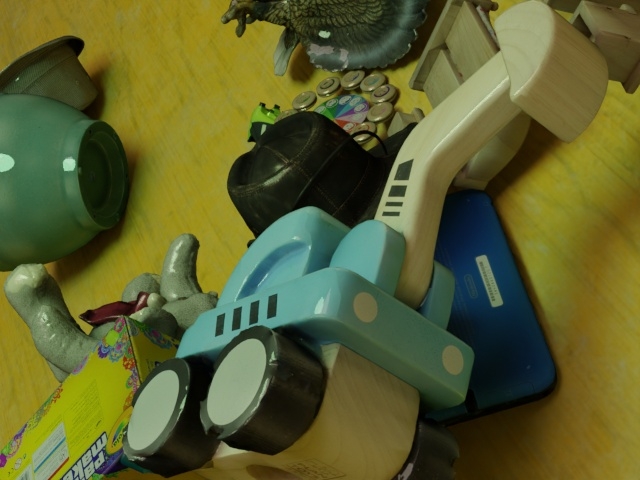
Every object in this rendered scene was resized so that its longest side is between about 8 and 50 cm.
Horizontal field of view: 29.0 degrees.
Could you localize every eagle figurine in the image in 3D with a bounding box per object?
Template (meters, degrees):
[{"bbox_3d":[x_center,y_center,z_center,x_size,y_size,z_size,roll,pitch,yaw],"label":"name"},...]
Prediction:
[{"bbox_3d":[0.018,-0.343,1.681,0.298,0.225,0.226,-2,98,11],"label":"eagle figurine"}]

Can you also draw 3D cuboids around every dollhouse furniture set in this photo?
[{"bbox_3d":[0.248,-0.151,1.366,0.303,0.173,0.356,-106,32,-45],"label":"dollhouse furniture set"}]

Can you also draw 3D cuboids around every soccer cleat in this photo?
[{"bbox_3d":[-0.050,-0.130,1.710,0.179,0.060,0.072,46,123,52],"label":"soccer cleat"}]

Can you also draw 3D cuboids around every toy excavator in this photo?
[{"bbox_3d":[0.051,0.022,1.158,0.433,0.222,0.445,-23,45,48],"label":"toy excavator"}]

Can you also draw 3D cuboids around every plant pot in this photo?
[{"bbox_3d":[-0.429,-0.099,1.977,0.196,0.293,0.293,-2,60,19],"label":"plant pot"}]

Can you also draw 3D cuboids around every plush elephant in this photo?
[{"bbox_3d":[-0.198,0.117,1.535,0.255,0.271,0.330,-39,55,30],"label":"plush elephant"}]

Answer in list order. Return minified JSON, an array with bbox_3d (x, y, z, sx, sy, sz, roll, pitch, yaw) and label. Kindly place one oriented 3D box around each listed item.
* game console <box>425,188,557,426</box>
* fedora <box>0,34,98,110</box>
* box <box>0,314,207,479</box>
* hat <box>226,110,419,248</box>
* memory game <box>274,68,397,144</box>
[{"bbox_3d":[0.110,0.123,1.359,0.250,0.173,0.293,-17,47,4],"label":"game console"},{"bbox_3d":[-0.491,-0.247,2.197,0.243,0.124,0.275,-41,4,16],"label":"fedora"},{"bbox_3d":[-0.185,0.283,1.383,0.290,0.279,0.177,-47,37,18],"label":"box"},{"bbox_3d":[-0.029,-0.061,1.407,0.331,0.134,0.331,-44,13,13],"label":"hat"},{"bbox_3d":[0.015,-0.163,1.626,0.186,0.012,0.186,-18,38,15],"label":"memory game"}]
